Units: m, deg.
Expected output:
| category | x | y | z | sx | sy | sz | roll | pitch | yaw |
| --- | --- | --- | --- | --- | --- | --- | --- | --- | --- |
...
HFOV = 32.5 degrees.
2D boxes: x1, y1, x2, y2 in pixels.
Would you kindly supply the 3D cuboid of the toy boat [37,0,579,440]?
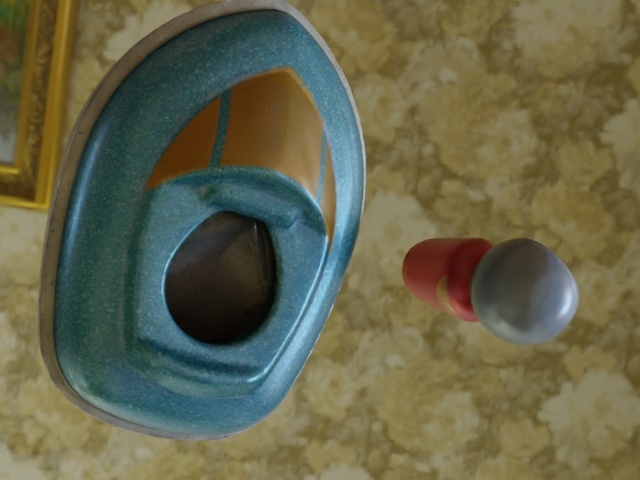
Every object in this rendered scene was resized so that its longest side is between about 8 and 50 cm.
| category | x | y | z | sx | sy | sz | roll | pitch | yaw |
| --- | --- | --- | --- | --- | --- | --- | --- | --- | --- |
| toy boat | 0.000 | 0.000 | 0.662 | 0.318 | 0.268 | 0.148 | 13 | -179 | -27 |
